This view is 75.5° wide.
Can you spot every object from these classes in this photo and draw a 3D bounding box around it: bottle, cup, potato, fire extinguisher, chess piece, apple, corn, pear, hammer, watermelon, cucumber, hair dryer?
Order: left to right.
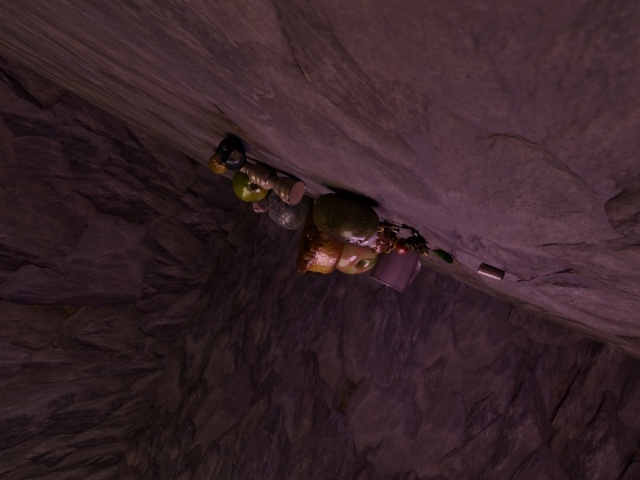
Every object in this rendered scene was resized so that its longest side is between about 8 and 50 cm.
[{"bbox_3d":[-0.510,-0.398,2.103,0.106,0.106,0.305,25,176,-19],"label":"corn"},{"bbox_3d":[-0.321,-0.308,1.498,0.096,0.114,0.311,30,177,-10],"label":"fire extinguisher"},{"bbox_3d":[-0.342,-0.281,2.043,0.188,0.187,0.220,25,167,-14],"label":"pear"},{"bbox_3d":[-0.349,-0.264,2.640,0.148,0.225,0.318,-7,-146,-33],"label":"watermelon"},{"bbox_3d":[-0.227,-0.268,1.796,0.308,0.123,0.139,29,-147,16],"label":"chess piece"},{"bbox_3d":[0.098,-0.078,1.528,0.210,0.173,0.307,28,-179,-29],"label":"potato"},{"bbox_3d":[0.197,0.042,2.453,0.319,0.319,0.276,26,-146,-46],"label":"apple"},{"bbox_3d":[0.313,-0.058,1.788,0.079,0.031,0.083,36,-169,19],"label":"hair dryer"},{"bbox_3d":[0.305,-0.057,1.682,0.078,0.021,0.201,26,175,-35],"label":"hammer"},{"bbox_3d":[0.454,0.151,2.343,0.289,0.272,0.208,25,179,-11],"label":"cup"},{"bbox_3d":[0.569,0.072,1.901,0.168,0.039,0.039,28,178,-33],"label":"cucumber"},{"bbox_3d":[0.686,0.128,1.660,0.097,0.045,0.045,23,179,34],"label":"bottle"}]

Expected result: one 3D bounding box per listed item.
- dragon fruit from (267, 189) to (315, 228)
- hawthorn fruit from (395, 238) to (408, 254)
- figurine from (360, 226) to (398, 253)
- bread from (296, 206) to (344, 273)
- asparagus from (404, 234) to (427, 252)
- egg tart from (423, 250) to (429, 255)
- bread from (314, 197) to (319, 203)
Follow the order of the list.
[{"bbox_3d":[-0.179,-0.179,2.368,0.283,0.220,0.204,28,-175,-1],"label":"dragon fruit"},{"bbox_3d":[0.433,0.031,2.153,0.093,0.092,0.093,25,180,0],"label":"hawthorn fruit"},{"bbox_3d":[0.257,-0.020,1.989,0.264,0.141,0.190,25,157,-38],"label":"figurine"},{"bbox_3d":[0.000,0.000,2.203,0.216,0.397,0.398,15,-179,-10],"label":"bread"},{"bbox_3d":[0.418,0.019,1.801,0.080,0.080,0.287,25,-172,29],"label":"asparagus"},{"bbox_3d":[0.505,0.045,2.085,0.105,0.039,0.105,25,180,0],"label":"egg tart"},{"bbox_3d":[0.045,-0.159,1.969,0.140,0.060,0.178,25,180,-12],"label":"bread"}]
